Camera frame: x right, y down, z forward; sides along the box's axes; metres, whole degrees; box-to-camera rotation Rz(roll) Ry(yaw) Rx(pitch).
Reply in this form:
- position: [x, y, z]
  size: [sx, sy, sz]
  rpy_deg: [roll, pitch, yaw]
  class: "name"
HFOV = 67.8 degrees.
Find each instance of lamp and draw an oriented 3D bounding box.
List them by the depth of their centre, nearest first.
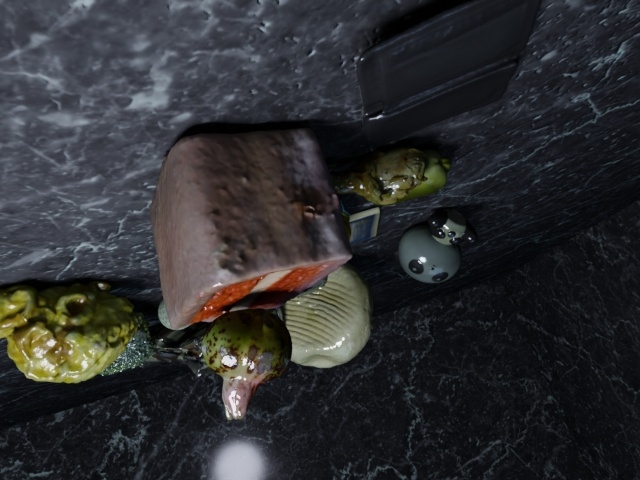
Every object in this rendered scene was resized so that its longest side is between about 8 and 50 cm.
- position: [0.341, 0.020, 1.424]
  size: [0.197, 0.198, 0.244]
  rpy_deg: [-7, 144, -32]
  class: "lamp"

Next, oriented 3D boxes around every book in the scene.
- position: [0.000, 0.000, 1.272]
  size: [0.322, 0.018, 0.228]
  rpy_deg: [-18, 164, -2]
  class: "book"

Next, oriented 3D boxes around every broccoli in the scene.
- position: [-0.557, 0.257, 1.236]
  size: [0.176, 0.226, 0.198]
  rpy_deg: [-67, 180, -75]
  class: "broccoli"

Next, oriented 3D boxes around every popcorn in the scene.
- position: [-0.523, 0.193, 0.987]
  size: [0.286, 0.225, 0.174]
  rpy_deg: [9, 116, -53]
  class: "popcorn"

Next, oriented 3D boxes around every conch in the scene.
- position: [-0.383, 0.191, 1.329]
  size: [0.135, 0.102, 0.153]
  rpy_deg: [6, -176, -24]
  class: "conch"

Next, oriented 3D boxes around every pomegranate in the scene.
- position: [-0.110, 0.178, 0.722]
  size: [0.138, 0.163, 0.125]
  rpy_deg: [16, 137, -23]
  class: "pomegranate"

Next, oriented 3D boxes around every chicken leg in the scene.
- position: [0.089, -0.112, 0.875]
  size: [0.227, 0.103, 0.088]
  rpy_deg: [-12, 177, -6]
  class: "chicken leg"

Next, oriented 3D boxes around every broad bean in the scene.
- position: [0.180, -0.127, 0.974]
  size: [0.174, 0.082, 0.124]
  rpy_deg: [-17, 166, 32]
  class: "broad bean"

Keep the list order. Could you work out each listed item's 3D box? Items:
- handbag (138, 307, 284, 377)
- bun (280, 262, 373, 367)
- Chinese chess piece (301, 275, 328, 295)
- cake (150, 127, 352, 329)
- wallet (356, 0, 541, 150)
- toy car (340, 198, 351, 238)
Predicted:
- position: [-0.328, 0.288, 1.422]
  size: [0.325, 0.163, 0.327]
  rpy_deg: [-7, -179, 37]
  class: "handbag"
- position: [0.018, 0.239, 1.545]
  size: [0.349, 0.352, 0.227]
  rpy_deg: [15, 168, 30]
  class: "bun"
- position: [-0.088, 0.104, 1.324]
  size: [0.237, 0.092, 0.238]
  rpy_deg: [-18, 164, -5]
  class: "Chinese chess piece"
- position: [-0.128, -0.007, 0.758]
  size: [0.237, 0.230, 0.309]
  rpy_deg: [-6, 160, -30]
  class: "cake"
- position: [0.169, -0.230, 0.687]
  size: [0.247, 0.041, 0.323]
  rpy_deg: [-20, 166, 7]
  class: "wallet"
- position: [-0.046, 0.006, 1.027]
  size: [0.248, 0.142, 0.200]
  rpy_deg: [-23, 163, 20]
  class: "toy car"
